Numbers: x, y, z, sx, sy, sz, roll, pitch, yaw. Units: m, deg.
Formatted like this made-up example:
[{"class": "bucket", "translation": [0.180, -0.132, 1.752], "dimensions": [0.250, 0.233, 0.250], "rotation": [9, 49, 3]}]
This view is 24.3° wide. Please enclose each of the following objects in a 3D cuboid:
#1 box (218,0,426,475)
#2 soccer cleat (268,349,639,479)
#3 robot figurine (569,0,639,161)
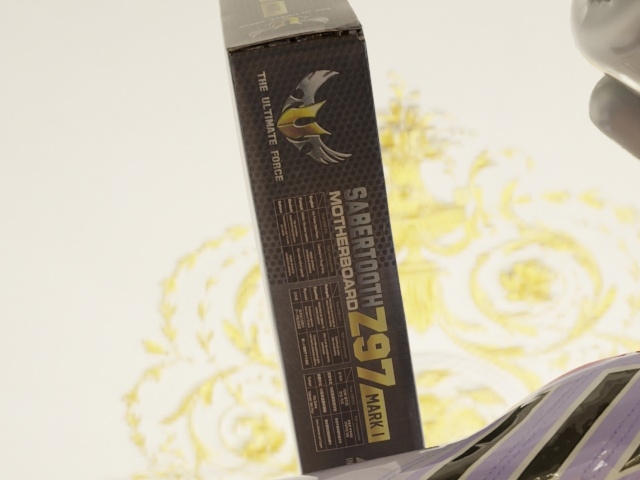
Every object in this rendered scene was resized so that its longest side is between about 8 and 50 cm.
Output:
[{"class": "box", "translation": [0.000, 0.000, 0.673], "dimensions": [0.059, 0.183, 0.232], "rotation": [-10, -71, -1]}, {"class": "soccer cleat", "translation": [0.023, 0.084, 0.355], "dimensions": [0.248, 0.095, 0.083], "rotation": [-11, -80, 8]}, {"class": "robot figurine", "translation": [0.275, -0.123, 0.781], "dimensions": [0.353, 0.199, 0.300], "rotation": [31, -44, -12]}]
